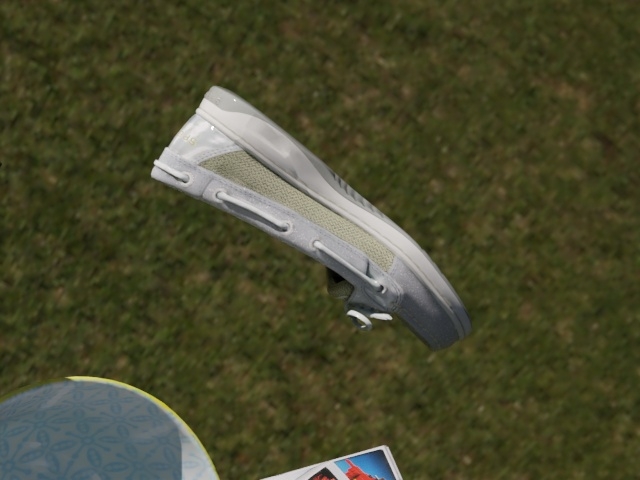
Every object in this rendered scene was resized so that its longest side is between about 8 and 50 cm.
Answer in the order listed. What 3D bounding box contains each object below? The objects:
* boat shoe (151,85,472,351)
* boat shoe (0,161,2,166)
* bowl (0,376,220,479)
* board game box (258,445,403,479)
[{"bbox_3d":[0.000,0.000,1.288,0.320,0.103,0.118,41,-1,-23],"label":"boat shoe"},{"bbox_3d":[-0.289,-0.017,1.044,0.073,0.207,0.073,-36,101,-51],"label":"boat shoe"},{"bbox_3d":[-0.232,0.258,1.222,0.289,0.156,0.289,4,82,-34],"label":"bowl"},{"bbox_3d":[-0.001,0.274,1.062,0.193,0.053,0.305,-14,29,-6],"label":"board game box"}]
